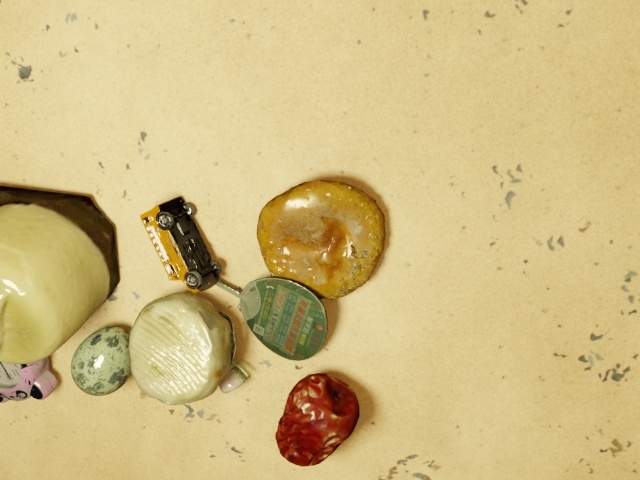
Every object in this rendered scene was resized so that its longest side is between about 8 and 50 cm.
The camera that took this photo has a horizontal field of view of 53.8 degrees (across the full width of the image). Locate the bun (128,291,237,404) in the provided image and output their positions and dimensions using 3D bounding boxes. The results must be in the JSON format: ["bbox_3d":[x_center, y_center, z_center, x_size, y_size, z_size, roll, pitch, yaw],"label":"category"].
[{"bbox_3d":[-0.287,0.224,1.341,0.239,0.141,0.239,1,93,16],"label":"bun"}]

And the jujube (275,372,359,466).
[{"bbox_3d":[-0.012,0.388,1.340,0.155,0.155,0.230,26,122,3],"label":"jujube"}]

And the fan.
[{"bbox_3d":[-0.111,0.163,1.325,0.294,0.012,0.223,3,125,28],"label":"fan"}]

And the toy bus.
[{"bbox_3d":[-0.283,0.015,1.278,0.088,0.083,0.194,-20,97,31],"label":"toy bus"}]

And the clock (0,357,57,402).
[{"bbox_3d":[-0.757,0.276,1.508,0.228,0.090,0.247,-10,113,23],"label":"clock"}]

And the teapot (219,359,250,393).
[{"bbox_3d":[-0.197,0.294,1.394,0.083,0.064,0.064,-28,95,27],"label":"teapot"}]

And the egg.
[{"bbox_3d":[-0.485,0.269,1.419,0.132,0.132,0.172,30,105,1],"label":"egg"}]

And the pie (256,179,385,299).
[{"bbox_3d":[-0.001,0.001,1.218,0.274,0.069,0.273,6,121,10],"label":"pie"}]

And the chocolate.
[{"bbox_3d":[-0.616,0.086,1.290,0.314,0.297,0.325,8,114,6],"label":"chocolate"}]
